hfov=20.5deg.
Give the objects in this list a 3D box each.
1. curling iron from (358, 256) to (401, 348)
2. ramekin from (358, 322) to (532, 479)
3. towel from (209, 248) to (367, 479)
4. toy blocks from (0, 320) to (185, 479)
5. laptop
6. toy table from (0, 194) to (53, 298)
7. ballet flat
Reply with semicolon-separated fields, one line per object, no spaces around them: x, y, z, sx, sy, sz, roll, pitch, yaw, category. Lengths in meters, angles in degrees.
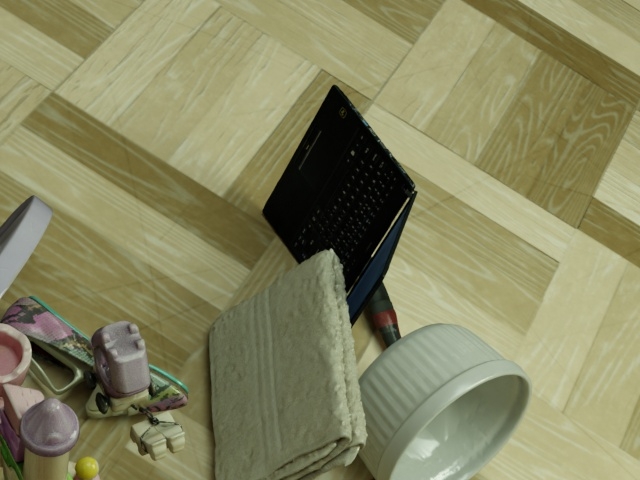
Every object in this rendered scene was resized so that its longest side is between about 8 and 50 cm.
0.088;0.094;2.158;0.068;0.035;0.274;-3;53;-37;curling iron
0.124;0.187;1.971;0.207;0.207;0.109;-15;50;-38;ramekin
-0.038;0.154;1.917;0.049;0.187;0.282;37;33;-36;towel
-0.249;0.195;1.655;0.309;0.260;0.288;-19;60;-23;toy blocks
0.000;0.000;2.050;0.136;0.234;0.264;-16;60;-40;laptop
-0.404;0.010;1.825;0.161;0.252;0.274;41;28;-13;toy table
-0.252;0.142;1.902;0.221;0.077;0.079;30;60;6;ballet flat
